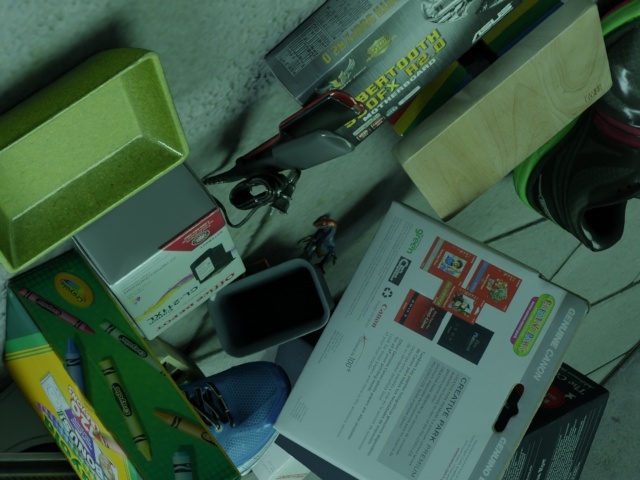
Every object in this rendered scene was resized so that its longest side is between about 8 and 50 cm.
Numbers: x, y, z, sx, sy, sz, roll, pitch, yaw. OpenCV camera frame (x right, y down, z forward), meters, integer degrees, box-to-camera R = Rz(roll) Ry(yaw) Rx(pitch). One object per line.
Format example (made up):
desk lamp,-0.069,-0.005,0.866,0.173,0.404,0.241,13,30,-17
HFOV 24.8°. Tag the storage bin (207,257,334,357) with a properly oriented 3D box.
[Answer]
storage bin,-0.052,0.069,1.692,0.135,0.098,0.091,-22,178,14

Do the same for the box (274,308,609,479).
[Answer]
box,0.153,0.232,1.982,0.312,0.343,0.179,-19,131,-45

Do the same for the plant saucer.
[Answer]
plant saucer,-0.206,-0.073,1.181,0.188,0.045,0.188,-35,160,-10

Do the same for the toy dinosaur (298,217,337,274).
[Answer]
toy dinosaur,0.000,0.000,1.740,0.090,0.047,0.082,-76,-169,-61

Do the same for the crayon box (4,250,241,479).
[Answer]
crayon box,-0.194,0.167,1.378,0.081,0.278,0.165,-28,158,-27

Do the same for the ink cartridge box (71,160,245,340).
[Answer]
ink cartridge box,-0.152,0.012,1.417,0.127,0.072,0.175,-37,160,-8

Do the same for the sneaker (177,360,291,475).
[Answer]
sneaker,-0.166,0.226,1.670,0.330,0.130,0.147,-27,159,-29

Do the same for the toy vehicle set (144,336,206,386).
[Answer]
toy vehicle set,-0.266,0.222,1.728,0.267,0.035,0.166,-39,160,1

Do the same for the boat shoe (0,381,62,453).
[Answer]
boat shoe,-0.305,0.204,1.537,0.254,0.095,0.079,-34,158,-10

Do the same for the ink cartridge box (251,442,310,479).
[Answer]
ink cartridge box,-0.015,0.285,2.234,0.191,0.082,0.139,-43,160,14

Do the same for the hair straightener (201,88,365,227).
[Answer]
hair straightener,-0.047,-0.064,1.348,0.047,0.089,0.230,30,150,-30

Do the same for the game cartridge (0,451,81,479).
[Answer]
game cartridge,-0.308,0.290,1.500,0.355,0.068,0.230,3,141,-25

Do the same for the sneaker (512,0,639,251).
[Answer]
sneaker,0.414,-0.161,1.840,0.185,0.202,0.483,-28,158,-29

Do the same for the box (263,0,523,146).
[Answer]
box,0.075,-0.200,1.377,0.231,0.056,0.183,-41,160,5

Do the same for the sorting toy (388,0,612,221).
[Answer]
sorting toy,0.188,-0.161,1.612,0.255,0.089,0.257,-40,161,3

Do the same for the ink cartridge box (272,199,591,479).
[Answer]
ink cartridge box,0.143,0.155,1.722,0.309,0.272,0.130,-61,158,-1
